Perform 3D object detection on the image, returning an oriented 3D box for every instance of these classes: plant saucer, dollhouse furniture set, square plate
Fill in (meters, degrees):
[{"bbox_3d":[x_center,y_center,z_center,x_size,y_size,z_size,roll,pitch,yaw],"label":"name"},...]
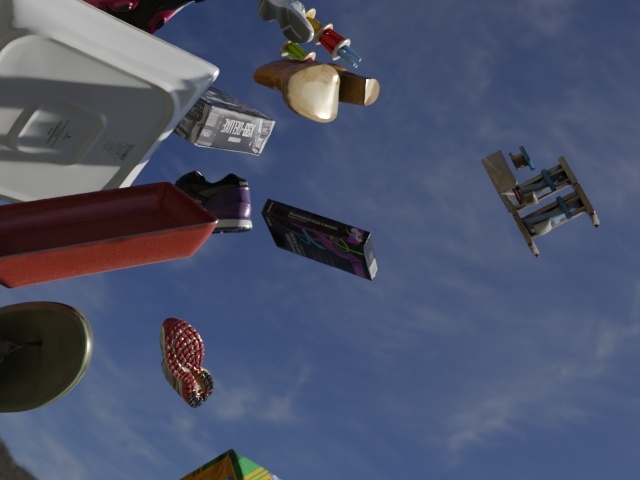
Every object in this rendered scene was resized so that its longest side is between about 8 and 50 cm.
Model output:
[{"bbox_3d":[-0.275,-0.009,1.024,0.258,0.259,0.047,-149,-128,-64],"label":"plant saucer"},{"bbox_3d":[0.382,-0.080,1.493,0.129,0.129,0.184,-28,-32,13],"label":"dollhouse furniture set"},{"bbox_3d":[-0.364,-0.165,1.202,0.344,0.049,0.347,20,-57,-42],"label":"square plate"}]

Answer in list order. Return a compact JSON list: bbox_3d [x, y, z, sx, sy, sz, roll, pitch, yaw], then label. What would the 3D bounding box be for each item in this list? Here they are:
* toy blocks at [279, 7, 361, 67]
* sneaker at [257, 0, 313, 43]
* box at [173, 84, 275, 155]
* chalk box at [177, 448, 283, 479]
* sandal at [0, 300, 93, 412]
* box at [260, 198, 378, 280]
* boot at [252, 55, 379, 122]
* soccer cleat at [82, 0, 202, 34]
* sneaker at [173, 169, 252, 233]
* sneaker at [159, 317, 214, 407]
[{"bbox_3d":[0.002,-0.377,1.757,0.148,0.054,0.123,44,-57,12],"label":"toy blocks"},{"bbox_3d":[-0.046,-0.375,1.439,0.152,0.061,0.053,48,-38,40],"label":"sneaker"},{"bbox_3d":[-0.265,-0.264,1.565,0.307,0.076,0.242,32,13,18],"label":"box"},{"bbox_3d":[-0.084,0.406,1.042,0.289,0.179,0.180,48,12,-52],"label":"chalk box"},{"bbox_3d":[-0.397,0.134,0.931,0.303,0.120,0.086,-6,-3,-4],"label":"sandal"},{"bbox_3d":[0.000,0.000,1.250,0.162,0.029,0.116,20,-21,19],"label":"box"},{"bbox_3d":[-0.048,-0.287,1.600,0.211,0.295,0.104,16,-73,31],"label":"boot"},{"bbox_3d":[-0.277,-0.421,1.416,0.331,0.143,0.116,-19,-35,20],"label":"soccer cleat"},{"bbox_3d":[-0.271,-0.074,1.722,0.283,0.124,0.107,-2,-4,12],"label":"sneaker"},{"bbox_3d":[-0.286,0.240,1.726,0.093,0.088,0.225,26,-41,34],"label":"sneaker"}]
